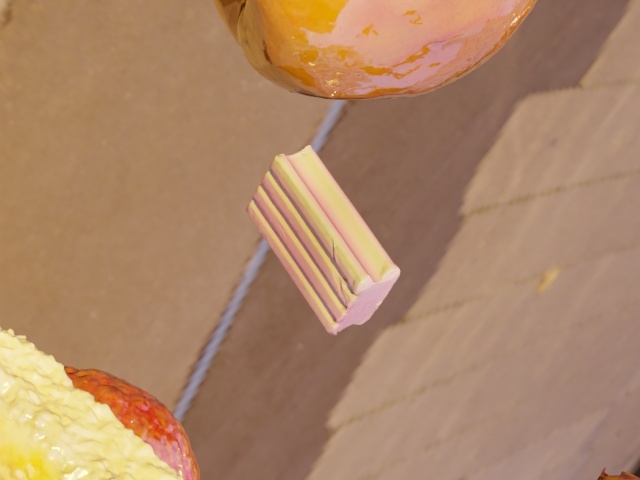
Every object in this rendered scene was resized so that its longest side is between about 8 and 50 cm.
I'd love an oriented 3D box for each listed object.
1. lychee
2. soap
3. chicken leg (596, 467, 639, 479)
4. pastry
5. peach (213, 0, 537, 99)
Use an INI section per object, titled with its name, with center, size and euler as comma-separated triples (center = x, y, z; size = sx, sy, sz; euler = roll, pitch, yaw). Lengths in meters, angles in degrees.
[lychee]
center = -0.262, 0.292, 1.725
size = 0.255, 0.300, 0.255
euler = -26, 174, -3
[soap]
center = 0.000, 0.000, 1.802
size = 0.065, 0.203, 0.122
euler = -21, 157, -35
[chicken leg]
center = 0.185, 0.294, 1.380
size = 0.304, 0.113, 0.093
euler = -15, 144, -14
[pastry]
center = -0.157, 0.162, 0.977
size = 0.089, 0.258, 0.121
euler = -42, 160, -43
[peach]
center = 0.049, -0.288, 1.294
size = 0.302, 0.342, 0.342
euler = -24, 152, -13
